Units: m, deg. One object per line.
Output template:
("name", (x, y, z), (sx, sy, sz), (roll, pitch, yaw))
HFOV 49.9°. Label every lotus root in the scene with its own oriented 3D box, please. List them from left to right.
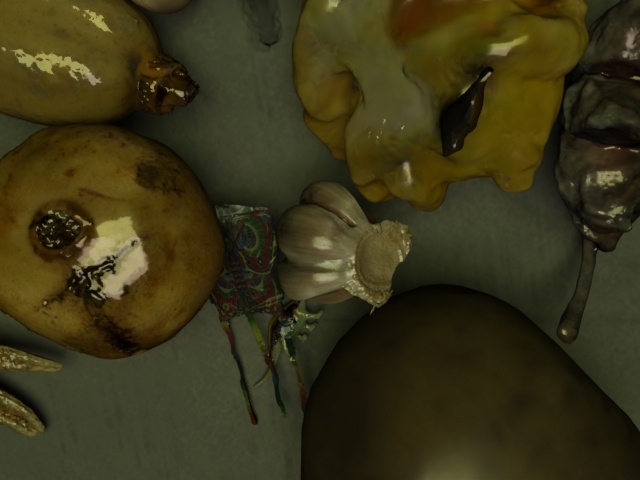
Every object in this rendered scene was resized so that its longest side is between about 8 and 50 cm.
("lotus root", (-0.293, -0.210, 0.751), (0.342, 0.151, 0.169), (17, 83, -1))

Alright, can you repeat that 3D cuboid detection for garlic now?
("garlic", (0.000, 0.000, 0.754), (0.127, 0.194, 0.131), (14, 95, -26))

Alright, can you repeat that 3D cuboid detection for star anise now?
("star anise", (0.297, -0.114, 0.715), (0.139, 0.316, 0.360), (13, 57, 28))

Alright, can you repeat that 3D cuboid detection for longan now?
("longan", (0.158, 0.247, 0.711), (0.404, 0.404, 0.336), (48, 133, -5))

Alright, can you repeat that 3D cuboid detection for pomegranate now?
("pomegranate", (-0.231, -0.001, 0.732), (0.260, 0.260, 0.261), (0, 98, 2))

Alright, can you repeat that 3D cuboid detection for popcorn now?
("popcorn", (0.118, -0.189, 0.696), (0.297, 0.281, 0.316), (-5, 90, 35))

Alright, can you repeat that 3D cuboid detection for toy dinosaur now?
("toy dinosaur", (-0.034, 0.111, 0.846), (0.058, 0.037, 0.180), (24, 91, 21))

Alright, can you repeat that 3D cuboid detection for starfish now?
("starfish", (-0.507, 0.172, 0.818), (0.375, 0.094, 0.327), (-21, 127, 3))

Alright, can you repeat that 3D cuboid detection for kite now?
("kite", (-0.084, 0.094, 0.830), (0.152, 0.015, 0.286), (-7, 103, 36))

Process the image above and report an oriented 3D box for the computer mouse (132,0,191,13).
("computer mouse", (-0.188, -0.363, 0.728), (0.081, 0.145, 0.237), (-2, 100, 17))
